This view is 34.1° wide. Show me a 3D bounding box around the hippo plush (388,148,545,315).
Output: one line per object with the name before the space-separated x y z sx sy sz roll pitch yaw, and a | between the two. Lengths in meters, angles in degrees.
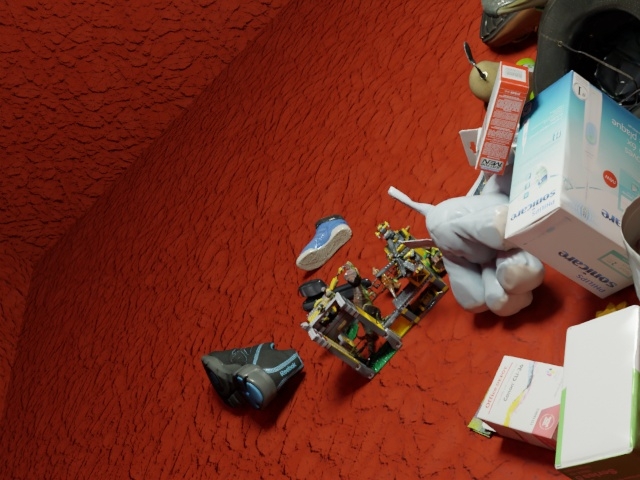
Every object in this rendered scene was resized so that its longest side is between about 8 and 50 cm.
hippo plush | 0.323 -0.017 1.853 0.236 0.234 0.294 -34 33 -32

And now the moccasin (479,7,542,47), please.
moccasin | 0.458 -0.505 2.217 0.380 0.147 0.139 142 138 -64

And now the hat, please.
hat | 0.533 -0.318 1.833 0.134 0.331 0.331 -22 5 -40

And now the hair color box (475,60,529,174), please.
hair color box | 0.309 -0.207 1.773 0.093 0.053 0.167 -73 -4 -57

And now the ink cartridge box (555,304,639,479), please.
ink cartridge box | 0.422 0.237 1.275 0.115 0.273 0.198 -28 37 44

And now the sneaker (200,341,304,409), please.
sneaker | -0.153 0.292 2.303 0.140 0.125 0.341 -34 17 -24

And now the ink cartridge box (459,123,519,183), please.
ink cartridge box | 0.353 -0.159 1.939 0.181 0.104 0.061 -4 50 22

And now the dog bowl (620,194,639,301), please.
dog bowl | 0.556 0.025 1.312 0.349 0.102 0.348 -5 26 3

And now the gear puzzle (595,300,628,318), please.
gear puzzle | 0.529 0.092 1.520 0.339 0.044 0.175 -18 43 48

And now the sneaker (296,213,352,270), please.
sneaker | 0.001 0.000 2.420 0.152 0.058 0.084 -42 35 13

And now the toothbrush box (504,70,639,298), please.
toothbrush box | 0.429 -0.090 1.684 0.126 0.216 0.295 -36 30 48

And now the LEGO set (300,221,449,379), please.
LEGO set | 0.080 0.093 2.050 0.331 0.192 0.255 -45 29 15

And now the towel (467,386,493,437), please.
towel | 0.281 0.281 1.724 0.083 0.009 0.060 -58 29 -10

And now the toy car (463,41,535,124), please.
toy car | 0.361 -0.328 2.104 0.149 0.188 0.155 -42 30 20

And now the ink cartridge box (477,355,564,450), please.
ink cartridge box | 0.323 0.251 1.623 0.198 0.067 0.115 4 62 55

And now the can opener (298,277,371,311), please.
can opener | 0.031 0.118 2.248 0.186 0.073 0.059 -12 40 40

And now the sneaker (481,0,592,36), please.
sneaker | 0.481 -0.453 1.949 0.410 0.182 0.158 -23 28 -24

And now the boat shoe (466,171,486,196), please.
boat shoe | 0.352 -0.120 2.024 0.083 0.065 0.183 16 77 57
